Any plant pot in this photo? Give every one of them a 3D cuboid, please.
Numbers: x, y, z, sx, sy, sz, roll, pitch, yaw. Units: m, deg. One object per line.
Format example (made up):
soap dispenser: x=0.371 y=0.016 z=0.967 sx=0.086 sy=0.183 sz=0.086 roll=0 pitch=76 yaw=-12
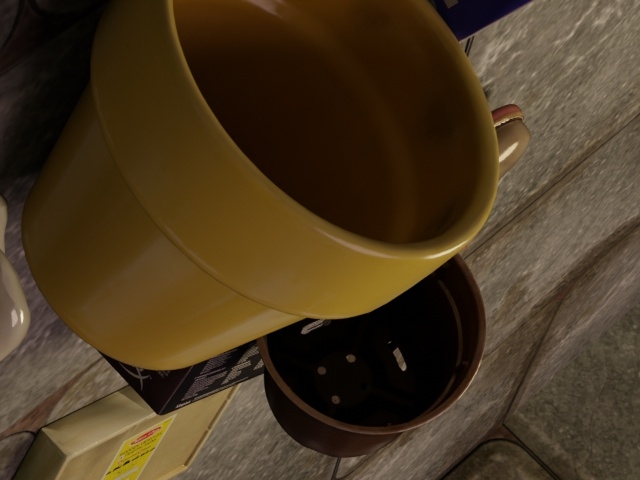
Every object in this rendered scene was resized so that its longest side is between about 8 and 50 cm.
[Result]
plant pot: x=-0.059 y=-0.042 z=1.180 sx=0.239 sy=0.254 sz=0.254 roll=-39 pitch=171 yaw=39
plant pot: x=0.025 y=0.082 z=1.413 sx=0.167 sy=0.167 sz=0.165 roll=-40 pitch=170 yaw=-18

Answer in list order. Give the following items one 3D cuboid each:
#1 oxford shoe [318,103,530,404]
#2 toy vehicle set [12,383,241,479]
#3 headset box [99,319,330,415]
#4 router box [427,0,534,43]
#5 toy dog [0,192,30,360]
oxford shoe: x=0.105 y=0.021 z=1.866 sx=0.348 sy=0.130 sz=0.123 roll=-50 pitch=163 yaw=14
toy vehicle set: x=-0.183 y=0.193 z=1.740 sx=0.267 sy=0.035 sz=0.166 roll=-24 pitch=152 yaw=-51
headset box: x=-0.029 y=-0.022 z=1.482 sx=0.218 sy=0.110 sz=0.293 roll=-18 pitch=148 yaw=-57
router box: x=0.182 y=-0.234 z=1.261 sx=0.301 sy=0.082 sz=0.335 roll=-33 pitch=-176 yaw=-21
toy dog: x=-0.286 y=0.036 z=0.732 sx=0.395 sy=0.285 sz=0.408 roll=-36 pitch=168 yaw=23
